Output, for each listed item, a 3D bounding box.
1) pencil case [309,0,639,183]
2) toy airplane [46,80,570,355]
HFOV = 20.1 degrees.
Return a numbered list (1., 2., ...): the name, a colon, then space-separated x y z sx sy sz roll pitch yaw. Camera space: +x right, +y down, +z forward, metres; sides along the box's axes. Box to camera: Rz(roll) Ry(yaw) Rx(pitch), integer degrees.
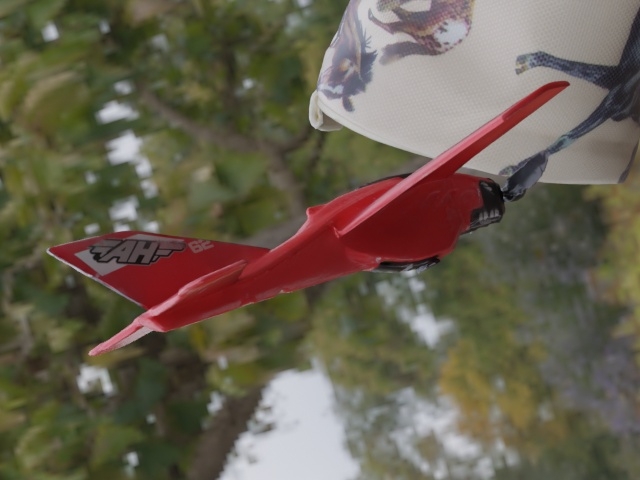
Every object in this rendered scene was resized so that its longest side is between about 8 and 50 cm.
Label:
1. pencil case: 0.113 -0.218 0.856 0.160 0.183 0.410 -14 -55 -55
2. toy airplane: 0.000 0.000 0.474 0.151 0.151 0.028 16 -127 -74
